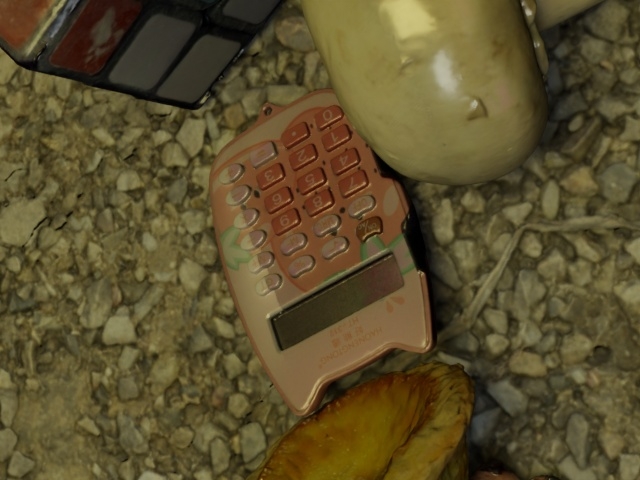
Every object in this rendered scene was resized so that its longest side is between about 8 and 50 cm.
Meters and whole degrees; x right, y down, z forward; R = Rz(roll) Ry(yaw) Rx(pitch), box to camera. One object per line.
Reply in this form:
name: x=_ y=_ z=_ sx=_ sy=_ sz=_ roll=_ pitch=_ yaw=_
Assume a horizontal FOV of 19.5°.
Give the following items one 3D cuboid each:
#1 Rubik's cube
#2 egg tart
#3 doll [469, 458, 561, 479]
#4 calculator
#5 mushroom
Rubik's cube: x=-0.211 y=-0.380 z=1.856 sx=0.363 sy=0.359 sz=0.362 roll=45 pitch=109 yaw=20
egg tart: x=0.047 y=0.243 z=1.771 sx=0.319 sy=0.319 sz=0.128 roll=-34 pitch=105 yaw=21
doll: x=0.158 y=0.370 z=1.792 sx=0.201 sy=0.156 sz=0.303 roll=15 pitch=68 yaw=22
calculator: x=0.000 y=0.000 z=1.899 sx=0.220 sy=0.048 sz=0.329 roll=-29 pitch=67 yaw=23
mushroom: x=0.152 y=-0.229 z=1.739 sx=0.336 sy=0.314 sz=0.314 roll=-31 pitch=75 yaw=1
